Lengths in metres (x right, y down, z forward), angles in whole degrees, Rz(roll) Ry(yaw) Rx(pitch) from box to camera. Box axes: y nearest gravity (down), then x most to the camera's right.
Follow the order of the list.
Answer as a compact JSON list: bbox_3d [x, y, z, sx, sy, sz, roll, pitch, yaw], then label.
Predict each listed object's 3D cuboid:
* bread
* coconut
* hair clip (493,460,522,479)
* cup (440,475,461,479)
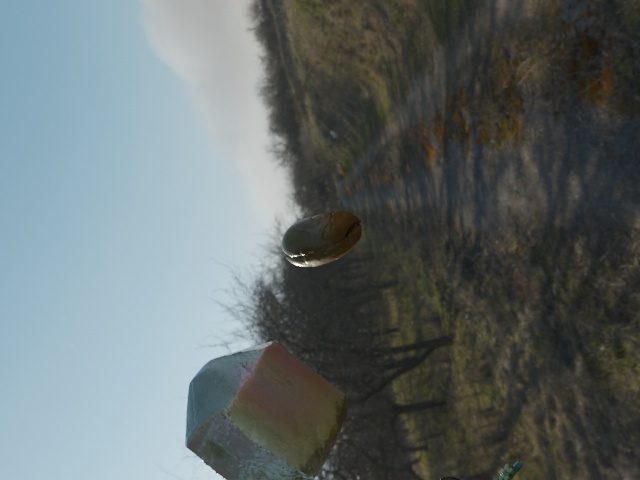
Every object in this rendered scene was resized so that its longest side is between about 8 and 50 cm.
[{"bbox_3d":[0.000,0.000,1.245,0.114,0.190,0.077,63,-159,-19],"label":"bread"},{"bbox_3d":[-0.130,0.362,1.187,0.310,0.297,0.297,32,180,3],"label":"coconut"},{"bbox_3d":[0.394,0.565,1.292,0.049,0.172,0.049,33,-179,-1],"label":"hair clip"},{"bbox_3d":[0.187,0.586,1.010,0.203,0.288,0.203,38,-168,-9],"label":"cup"}]
